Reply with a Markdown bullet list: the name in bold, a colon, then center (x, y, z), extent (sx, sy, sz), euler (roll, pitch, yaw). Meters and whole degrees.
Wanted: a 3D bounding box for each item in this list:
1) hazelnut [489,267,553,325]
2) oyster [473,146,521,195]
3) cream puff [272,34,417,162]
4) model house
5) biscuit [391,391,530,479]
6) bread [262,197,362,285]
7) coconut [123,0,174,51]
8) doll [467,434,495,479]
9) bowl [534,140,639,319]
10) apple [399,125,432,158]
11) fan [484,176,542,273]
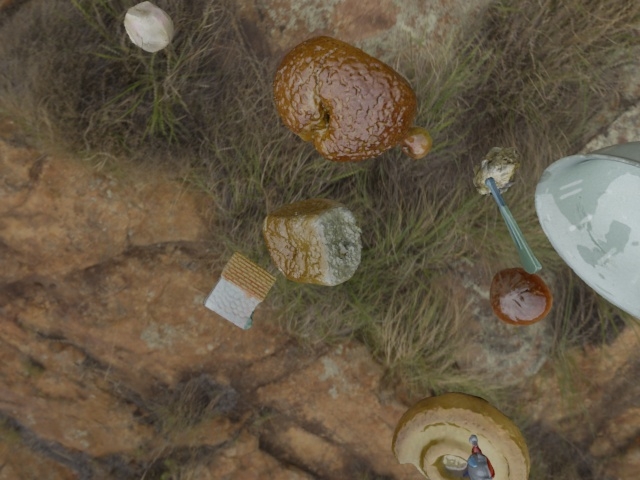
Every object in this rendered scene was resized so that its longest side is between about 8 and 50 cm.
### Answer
- **hazelnut**: center (0.575, 0.170, 1.586), extent (0.182, 0.182, 0.182), euler (4, 121, 6)
- **oyster**: center (0.389, -0.164, 1.243), extent (0.072, 0.209, 0.132), euler (30, 118, -12)
- **cream puff**: center (0.039, -0.276, 1.124), extent (0.303, 0.303, 0.212), euler (29, 92, -9)
- **model house**: center (-0.130, 0.080, 0.898), extent (0.088, 0.101, 0.100), euler (32, 87, -8)
- **biscuit**: center (0.288, 0.419, 1.098), extent (0.274, 0.091, 0.213), euler (22, 113, 17)
- **bread**: center (0.000, 0.000, 1.328), extent (0.246, 0.176, 0.195), euler (4, 116, 46)
- **coconut**: center (-0.418, -0.522, 1.336), extent (0.124, 0.110, 0.110), euler (38, 124, 20)
- **doll**: center (0.243, 0.345, 0.829), extent (0.039, 0.114, 0.057), euler (17, 102, 5)
- **bowl**: center (0.619, -0.037, 0.949), extent (0.196, 0.435, 0.434), euler (-43, 111, -10)
- **apple**: center (0.234, -0.241, 1.322), extent (0.071, 0.084, 0.084), euler (-39, 112, -7)
- **fan**: center (0.348, -0.028, 0.990), extent (0.016, 0.038, 0.193), euler (-21, 82, -22)
